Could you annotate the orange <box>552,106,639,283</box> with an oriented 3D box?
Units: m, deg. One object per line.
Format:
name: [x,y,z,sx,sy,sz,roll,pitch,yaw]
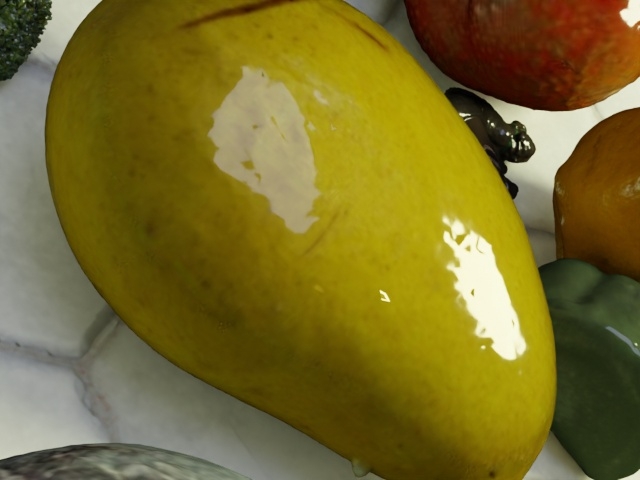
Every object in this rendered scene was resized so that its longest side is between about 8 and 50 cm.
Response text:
orange: [0.308,0.007,1.320,0.249,0.249,0.183,27,63,-14]

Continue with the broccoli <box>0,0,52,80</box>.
broccoli: [-0.249,-0.173,1.197,0.092,0.097,0.095,-1,20,15]

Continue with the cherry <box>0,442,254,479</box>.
cherry: [-0.115,0.219,0.863,0.255,0.296,0.218,31,65,-61]

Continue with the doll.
doll: [0.127,-0.079,1.376,0.165,0.057,0.139,5,53,-36]

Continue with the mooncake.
mooncake: [0.209,0.102,1.254,0.104,0.168,0.175,-48,123,-51]

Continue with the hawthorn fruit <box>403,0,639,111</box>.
hawthorn fruit: [0.210,-0.257,1.422,0.275,0.275,0.299,47,28,5]

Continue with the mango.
mango: [0.000,0.000,1.119,0.445,0.220,0.301,49,52,2]
